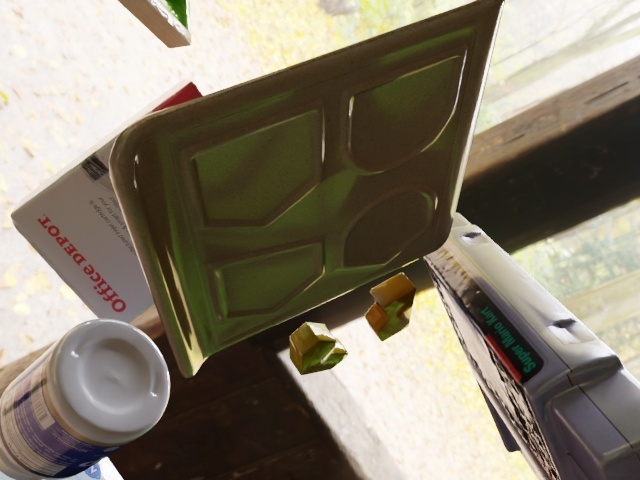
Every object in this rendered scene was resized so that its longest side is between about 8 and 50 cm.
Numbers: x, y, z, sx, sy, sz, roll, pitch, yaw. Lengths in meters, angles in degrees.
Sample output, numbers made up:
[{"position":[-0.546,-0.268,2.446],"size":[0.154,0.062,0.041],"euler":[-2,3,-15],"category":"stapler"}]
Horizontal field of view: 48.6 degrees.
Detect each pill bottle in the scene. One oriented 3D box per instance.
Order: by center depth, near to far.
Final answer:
[{"position":[-0.234,0.158,0.659],"size":[0.112,0.187,0.112],"euler":[27,45,-31],"category":"pill bottle"}]

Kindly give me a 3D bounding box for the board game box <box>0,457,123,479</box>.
[{"position":[-0.337,0.409,0.887],"size":[0.318,0.066,0.318],"euler":[50,20,11],"category":"board game box"}]

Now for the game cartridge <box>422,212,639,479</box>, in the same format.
[{"position":[0.163,0.126,0.514],"size":[0.230,0.068,0.355],"euler":[60,3,-19],"category":"game cartridge"}]

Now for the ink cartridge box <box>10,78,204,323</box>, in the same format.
[{"position":[-0.192,-0.042,0.797],"size":[0.172,0.237,0.100],"euler":[54,-5,-22],"category":"ink cartridge box"}]

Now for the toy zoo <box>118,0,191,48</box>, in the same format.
[{"position":[-0.186,-0.373,0.727],"size":[0.192,0.030,0.293],"euler":[35,52,-74],"category":"toy zoo"}]

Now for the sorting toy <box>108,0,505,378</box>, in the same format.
[{"position":[0.000,0.000,0.457],"size":[0.041,0.229,0.307],"euler":[51,-22,30],"category":"sorting toy"}]
